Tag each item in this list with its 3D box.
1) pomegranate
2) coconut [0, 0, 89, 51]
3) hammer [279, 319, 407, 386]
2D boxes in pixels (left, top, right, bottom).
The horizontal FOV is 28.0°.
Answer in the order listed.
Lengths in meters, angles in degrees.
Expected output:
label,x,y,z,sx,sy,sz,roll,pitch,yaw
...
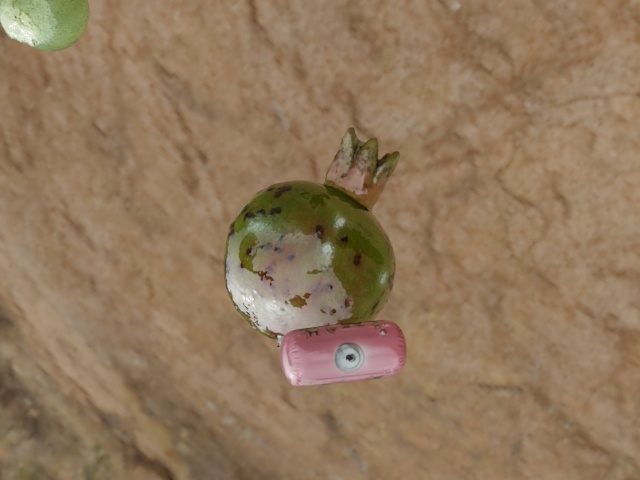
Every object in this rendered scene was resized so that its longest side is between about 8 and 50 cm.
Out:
label,x,y,z,sx,sy,sz,roll,pitch,yaw
pomegranate,0.000,0.000,1.139,0.159,0.205,0.159,27,172,4
coconut,-0.274,-0.231,1.289,0.088,0.096,0.088,16,120,30
hammer,0.015,0.073,0.838,0.083,0.043,0.043,-4,150,-11
